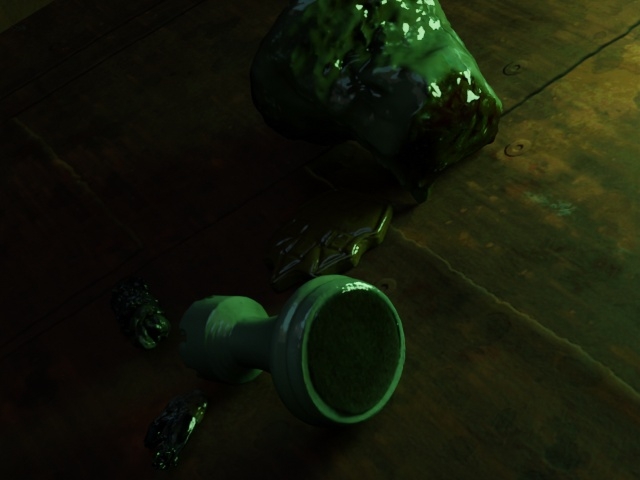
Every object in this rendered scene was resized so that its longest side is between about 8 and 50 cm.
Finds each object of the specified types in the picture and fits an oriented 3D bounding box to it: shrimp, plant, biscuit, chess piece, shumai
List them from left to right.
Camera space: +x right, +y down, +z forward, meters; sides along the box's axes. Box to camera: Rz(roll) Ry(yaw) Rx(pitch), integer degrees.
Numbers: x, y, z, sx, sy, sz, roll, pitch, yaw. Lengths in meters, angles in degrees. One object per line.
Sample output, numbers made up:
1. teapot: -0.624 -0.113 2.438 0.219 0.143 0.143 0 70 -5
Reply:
1. plant: -0.266 0.114 2.181 0.085 0.087 0.174 -58 29 7
2. shrimp: -0.202 0.261 1.980 0.091 0.034 0.161 -21 26 29
3. chess piece: -0.056 0.138 1.923 0.299 0.195 0.194 2 42 48
4. biscuit: -0.001 -0.002 2.191 0.182 0.034 0.215 17 53 46
5. shumai: 0.106 -0.223 2.224 0.324 0.397 0.323 -48 66 2
